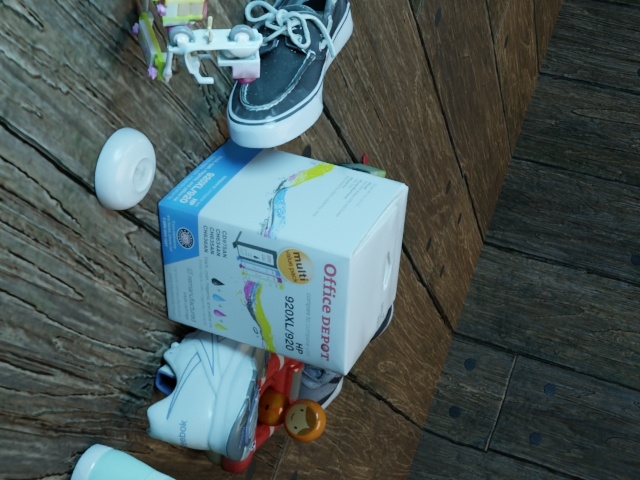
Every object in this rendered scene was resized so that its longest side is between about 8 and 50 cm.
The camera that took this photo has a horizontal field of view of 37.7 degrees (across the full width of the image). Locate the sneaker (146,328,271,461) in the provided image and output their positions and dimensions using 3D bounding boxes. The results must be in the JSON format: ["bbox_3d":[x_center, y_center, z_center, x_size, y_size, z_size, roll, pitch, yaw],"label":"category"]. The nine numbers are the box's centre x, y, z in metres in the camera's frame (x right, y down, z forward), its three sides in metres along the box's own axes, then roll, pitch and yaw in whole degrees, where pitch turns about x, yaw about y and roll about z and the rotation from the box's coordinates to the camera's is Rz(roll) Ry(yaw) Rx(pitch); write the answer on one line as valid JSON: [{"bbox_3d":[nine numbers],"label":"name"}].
[{"bbox_3d":[-0.127,0.142,1.141,0.297,0.129,0.111,-77,172,-64],"label":"sneaker"}]

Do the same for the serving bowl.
[{"bbox_3d":[-0.186,-0.068,0.920,0.083,0.027,0.083,16,90,-70],"label":"serving bowl"}]

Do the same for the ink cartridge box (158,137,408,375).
[{"bbox_3d":[-0.039,0.015,1.080,0.168,0.233,0.171,-51,150,-49],"label":"ink cartridge box"}]

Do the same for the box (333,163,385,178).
[{"bbox_3d":[0.000,0.000,1.434,0.322,0.059,0.232,-17,124,-69],"label":"box"}]

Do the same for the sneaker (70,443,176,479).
[{"bbox_3d":[-0.206,0.361,1.019,0.094,0.151,0.255,-33,137,-65],"label":"sneaker"}]

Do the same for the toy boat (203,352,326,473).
[{"bbox_3d":[-0.064,0.238,1.314,0.231,0.151,0.150,-35,137,-62],"label":"toy boat"}]

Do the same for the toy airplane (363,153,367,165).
[{"bbox_3d":[0.075,-0.073,1.642,0.151,0.028,0.151,14,90,-70],"label":"toy airplane"}]

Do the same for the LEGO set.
[{"bbox_3d":[-0.115,-0.243,0.871,0.107,0.132,0.287,109,-13,-49],"label":"LEGO set"}]

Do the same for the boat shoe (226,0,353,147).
[{"bbox_3d":[-0.033,-0.229,1.093,0.105,0.113,0.306,79,30,-41],"label":"boat shoe"}]

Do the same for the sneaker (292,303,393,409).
[{"bbox_3d":[0.014,0.166,1.461,0.268,0.101,0.153,-50,168,-11],"label":"sneaker"}]
